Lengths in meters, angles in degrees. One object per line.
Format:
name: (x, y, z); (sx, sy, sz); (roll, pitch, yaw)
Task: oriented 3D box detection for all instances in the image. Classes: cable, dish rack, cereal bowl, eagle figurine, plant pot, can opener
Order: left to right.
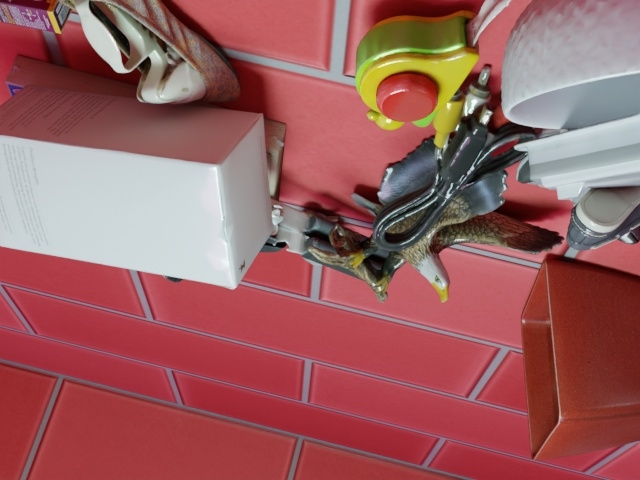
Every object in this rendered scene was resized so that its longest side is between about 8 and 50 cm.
can opener: (-0.011, 0.002, 1.503); (0.280, 0.074, 0.093); (19, 154, -22)
eagle figurine: (0.169, -0.019, 1.386); (0.298, 0.225, 0.226); (-33, 178, 22)
cable: (0.169, -0.093, 1.221); (0.139, 0.072, 0.287); (11, 137, -19)
plant pot: (0.473, 0.202, 1.566); (0.236, 0.267, 0.267); (0, 154, 2)
cereal bowl: (0.330, -0.193, 0.854); (0.339, 0.141, 0.339); (-3, 177, 0)
dish rack: (0.395, -0.089, 0.990); (0.285, 0.072, 0.333); (-4, 179, -22)

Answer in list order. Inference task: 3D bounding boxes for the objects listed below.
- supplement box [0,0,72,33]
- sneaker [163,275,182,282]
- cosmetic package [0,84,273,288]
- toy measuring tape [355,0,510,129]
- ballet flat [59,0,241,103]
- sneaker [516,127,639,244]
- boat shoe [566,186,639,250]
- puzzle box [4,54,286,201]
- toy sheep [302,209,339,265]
supplement box: (-0.358, -0.299, 1.196); (0.083, 0.055, 0.043); (11, 154, 7)
sneaker: (-0.320, -0.025, 1.731); (0.129, 0.111, 0.297); (23, 163, 36)
cosmetic package: (-0.262, -0.077, 1.289); (0.365, 0.155, 0.197); (9, 126, 15)
toy measuring tape: (0.114, -0.224, 1.026); (0.121, 0.121, 0.330); (19, 147, -9)
ballet flat: (-0.214, -0.235, 1.185); (0.107, 0.106, 0.316); (-2, 151, 34)
sneaker: (0.331, -0.078, 1.252); (0.132, 0.086, 0.228); (-2, 141, 43)
boat shoe: (0.368, -0.047, 1.167); (0.075, 0.206, 0.065); (46, 141, 21)
puzzle box: (-0.258, -0.141, 1.476); (0.409, 0.052, 0.272); (15, 155, 2)
toy sheep: (0.000, 0.000, 1.588); (0.091, 0.091, 0.132); (-1, 133, 32)
